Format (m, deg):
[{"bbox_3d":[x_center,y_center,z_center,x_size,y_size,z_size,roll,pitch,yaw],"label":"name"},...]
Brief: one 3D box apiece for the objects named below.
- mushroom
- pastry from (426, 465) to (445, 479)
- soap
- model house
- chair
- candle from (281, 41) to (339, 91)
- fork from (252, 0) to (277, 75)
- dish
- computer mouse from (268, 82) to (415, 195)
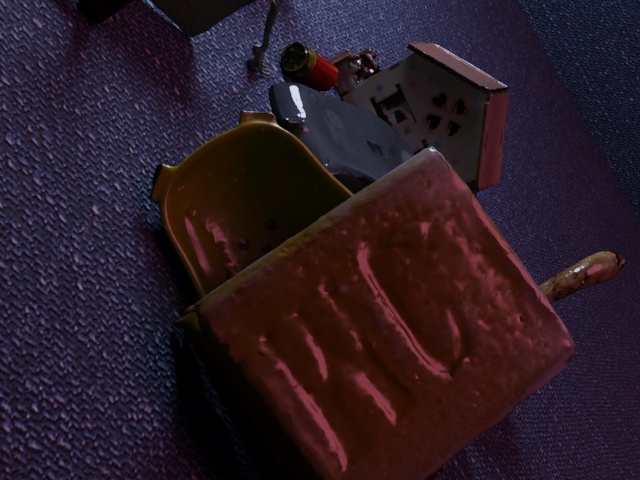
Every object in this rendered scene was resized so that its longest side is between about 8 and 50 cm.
[{"bbox_3d":[0.327,0.081,1.952,0.208,0.301,0.233,37,2,20],"label":"mushroom"},{"bbox_3d":[0.077,0.199,1.436,0.275,0.193,0.275,46,31,-38],"label":"pastry"},{"bbox_3d":[0.062,0.107,1.284,0.293,0.335,0.156,55,-17,4],"label":"soap"},{"bbox_3d":[0.193,-0.212,1.991,0.169,0.244,0.326,-13,78,-63],"label":"model house"},{"bbox_3d":[-0.204,-0.341,1.437,0.319,0.160,0.186,45,26,-34],"label":"chair"},{"bbox_3d":[-0.010,-0.269,1.870,0.131,0.052,0.052,21,49,-58],"label":"candle"},{"bbox_3d":[-0.079,-0.288,1.668,0.219,0.028,0.034,105,-23,-71],"label":"fork"},{"bbox_3d":[-0.073,-0.007,1.396,0.262,0.221,0.108,54,-15,-3],"label":"dish"},{"bbox_3d":[0.029,-0.109,1.710,0.371,0.122,0.188,20,39,-56],"label":"computer mouse"}]
